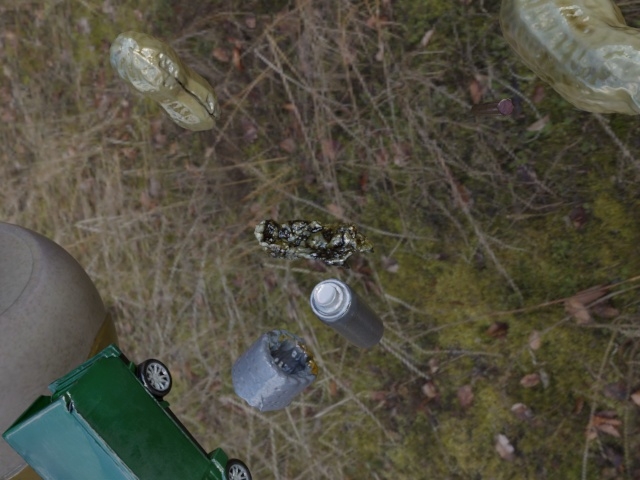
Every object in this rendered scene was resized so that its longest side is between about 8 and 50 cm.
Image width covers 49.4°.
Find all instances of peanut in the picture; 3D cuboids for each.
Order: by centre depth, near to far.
[{"bbox_3d":[0.391,-0.281,1.012,0.325,0.153,0.140,46,174,34],"label":"peanut"},{"bbox_3d":[-0.332,-0.346,1.527,0.130,0.290,0.130,-21,51,29],"label":"peanut"}]

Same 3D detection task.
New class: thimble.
[{"bbox_3d":[-0.091,0.255,1.362,0.118,0.151,0.127,-44,52,26],"label":"thimble"}]

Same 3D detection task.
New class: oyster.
[{"bbox_3d":[0.000,0.000,1.343,0.214,0.223,0.083,5,96,14],"label":"oyster"}]

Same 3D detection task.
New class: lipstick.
[{"bbox_3d":[0.278,-0.217,1.146,0.176,0.027,0.027,-110,12,-80],"label":"lipstick"}]

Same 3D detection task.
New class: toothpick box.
[{"bbox_3d":[-0.536,0.211,1.151,0.409,0.409,0.425,39,146,37],"label":"toothpick box"}]

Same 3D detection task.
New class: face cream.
[{"bbox_3d":[0.046,0.124,1.169,0.073,0.283,0.073,-5,71,15],"label":"face cream"}]

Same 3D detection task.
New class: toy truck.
[{"bbox_3d":[-0.107,0.137,0.431,0.065,0.079,0.147,-32,104,24],"label":"toy truck"}]
